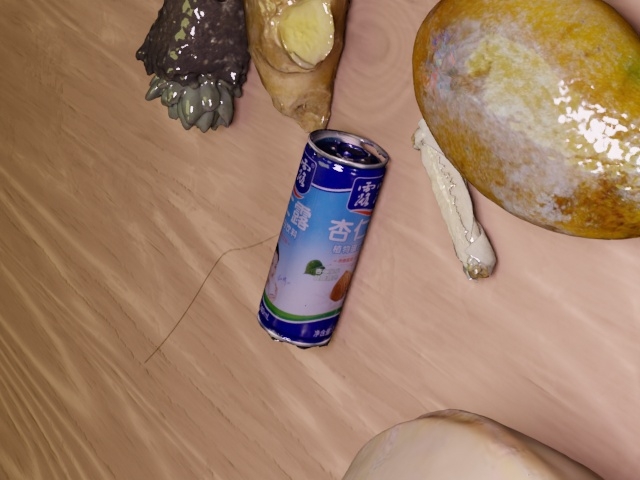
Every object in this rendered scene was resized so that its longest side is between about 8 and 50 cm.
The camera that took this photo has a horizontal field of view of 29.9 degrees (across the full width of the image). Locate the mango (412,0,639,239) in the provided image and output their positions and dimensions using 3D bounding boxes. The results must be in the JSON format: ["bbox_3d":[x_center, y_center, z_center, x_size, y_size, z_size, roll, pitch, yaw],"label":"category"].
[{"bbox_3d":[0.202,-0.108,0.996,0.316,0.146,0.193,37,123,35],"label":"mango"}]

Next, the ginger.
[{"bbox_3d":[-0.032,-0.255,1.372,0.219,0.123,0.270,-110,25,-61],"label":"ginger"}]

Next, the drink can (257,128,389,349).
[{"bbox_3d":[0.000,0.000,1.347,0.097,0.097,0.235,47,128,47],"label":"drink can"}]

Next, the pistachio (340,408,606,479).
[{"bbox_3d":[0.132,0.327,1.002,0.365,0.281,0.445,64,154,22],"label":"pistachio"}]

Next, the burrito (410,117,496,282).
[{"bbox_3d":[0.134,-0.044,1.188,0.045,0.041,0.186,116,140,-62],"label":"burrito"}]

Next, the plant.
[{"bbox_3d":[-0.162,-0.241,1.567,0.129,0.132,0.195,35,115,55],"label":"plant"}]
